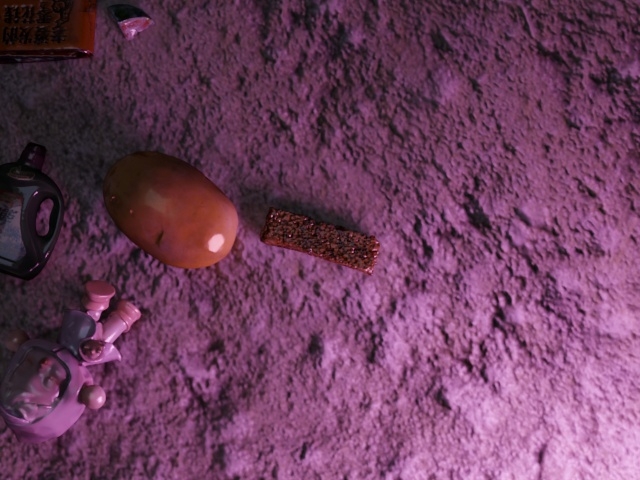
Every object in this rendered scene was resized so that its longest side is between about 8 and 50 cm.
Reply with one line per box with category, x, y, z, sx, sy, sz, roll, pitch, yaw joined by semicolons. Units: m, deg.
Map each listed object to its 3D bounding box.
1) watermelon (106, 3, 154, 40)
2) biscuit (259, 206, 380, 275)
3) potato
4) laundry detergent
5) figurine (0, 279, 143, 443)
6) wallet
watermelon;-0.338;-0.376;1.779;0.085;0.085;0.061;8;108;1
biscuit;0.000;0.000;1.702;0.199;0.034;0.064;17;78;3
potato;-0.245;-0.047;1.666;0.233;0.146;0.150;33;110;5
laundry detergent;-0.488;-0.054;1.692;0.144;0.078;0.222;19;77;2
figurine;-0.398;0.193;1.616;0.200;0.133;0.276;32;75;18
wallet;-0.486;-0.387;1.774;0.195;0.042;0.161;-1;78;0
